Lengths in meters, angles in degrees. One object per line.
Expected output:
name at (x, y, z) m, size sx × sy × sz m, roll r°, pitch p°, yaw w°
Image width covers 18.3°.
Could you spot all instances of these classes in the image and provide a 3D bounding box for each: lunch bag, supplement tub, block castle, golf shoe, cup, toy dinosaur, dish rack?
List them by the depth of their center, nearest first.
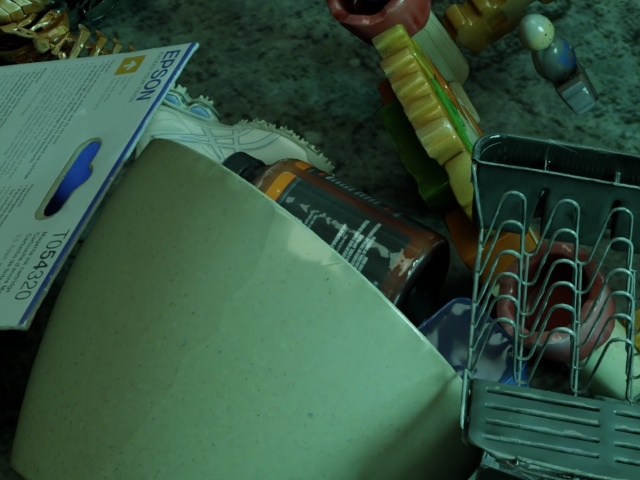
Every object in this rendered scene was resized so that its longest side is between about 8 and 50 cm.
dish rack at (0.191, 0.050, 1.298) m, size 0.208 × 0.074 × 0.271 m, roll 9°, pitch 41°, yaw 2°
cup at (-0.078, 0.125, 1.389) m, size 0.331 × 0.331 × 0.237 m, roll 38°, pitch 77°, yaw 25°
lunch bag at (0.116, 0.098, 1.567) m, size 0.067 × 0.065 × 0.098 m, roll -37°, pitch 60°, yaw -14°
block castle at (0.207, -0.126, 1.590) m, size 0.303 × 0.213 × 0.453 m, roll -34°, pitch 51°, yaw 10°
supplement tub at (0.000, 0.000, 1.615) m, size 0.198 × 0.106 × 0.106 m, roll 29°, pitch 52°, yaw 19°
golf shoe at (-0.077, -0.066, 1.709) m, size 0.176 × 0.069 × 0.086 m, roll 20°, pitch 71°, yaw 14°
toy dinosaur at (-0.256, -0.229, 1.800) m, size 0.322 × 0.164 × 0.218 m, roll 45°, pitch 72°, yaw 8°

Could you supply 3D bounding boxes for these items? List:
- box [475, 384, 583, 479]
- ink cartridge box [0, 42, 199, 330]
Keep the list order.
box at (0.242, 0.243, 1.331) m, size 0.307 × 0.242 × 0.076 m, roll 18°, pitch 49°, yaw 12°
ink cartridge box at (-0.278, -0.018, 1.540) m, size 0.330 × 0.071 × 0.324 m, roll -2°, pitch 42°, yaw 30°
